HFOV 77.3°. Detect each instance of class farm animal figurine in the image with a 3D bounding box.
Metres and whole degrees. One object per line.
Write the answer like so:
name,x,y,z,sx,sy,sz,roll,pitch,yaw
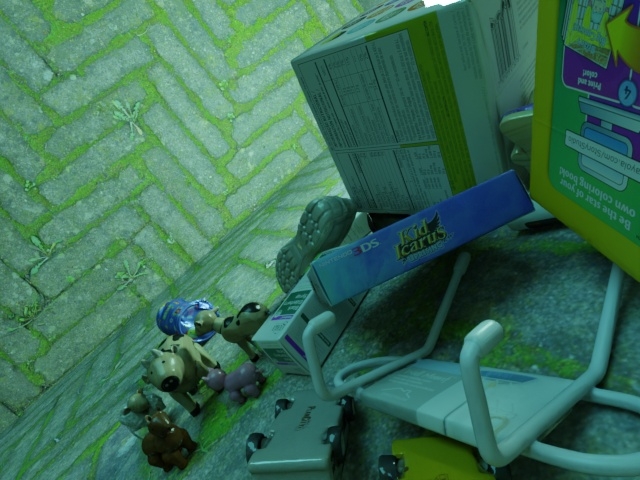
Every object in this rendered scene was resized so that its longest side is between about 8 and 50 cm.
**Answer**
farm animal figurine,-0.259,0.247,0.800,0.330,0.172,0.327,-48,19,-28

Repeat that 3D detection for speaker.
speaker,0.327,-0.050,0.552,0.136,0.055,0.055,-14,30,54

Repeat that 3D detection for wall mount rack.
wall mount rack,0.165,0.093,0.424,0.304,0.130,0.350,-13,1,-35

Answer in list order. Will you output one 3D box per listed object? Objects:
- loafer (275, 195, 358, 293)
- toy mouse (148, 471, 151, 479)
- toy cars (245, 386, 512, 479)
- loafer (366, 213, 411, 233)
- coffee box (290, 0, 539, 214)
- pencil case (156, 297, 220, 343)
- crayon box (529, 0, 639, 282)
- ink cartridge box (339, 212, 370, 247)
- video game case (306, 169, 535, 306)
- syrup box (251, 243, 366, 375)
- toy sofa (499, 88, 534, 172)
loafer,-0.015,0.021,0.905,0.112,0.112,0.319,-11,-27,-34
toy mouse,-0.293,0.440,0.621,0.143,0.031,0.161,-42,17,-10
toy cars,0.041,0.228,0.369,0.177,0.087,0.394,-8,-2,-30
loafer,0.145,-0.034,0.844,0.080,0.078,0.220,-41,17,-7
coffee box,0.216,-0.279,0.755,0.334,0.338,0.337,6,44,44
pencil case,-0.411,0.238,1.222,0.306,0.119,0.133,-12,55,56
crayon box,0.273,-0.099,0.244,0.106,0.313,0.363,-14,30,4
ink cartridge box,0.000,0.000,1.096,0.239,0.060,0.275,-41,17,-11
video game case,0.114,0.012,0.573,0.270,0.061,0.244,-24,-7,-6
syrup box,-0.007,0.123,0.732,0.093,0.096,0.237,-20,24,51
toy sofa,0.415,-0.184,0.463,0.363,0.177,0.150,-13,44,57
